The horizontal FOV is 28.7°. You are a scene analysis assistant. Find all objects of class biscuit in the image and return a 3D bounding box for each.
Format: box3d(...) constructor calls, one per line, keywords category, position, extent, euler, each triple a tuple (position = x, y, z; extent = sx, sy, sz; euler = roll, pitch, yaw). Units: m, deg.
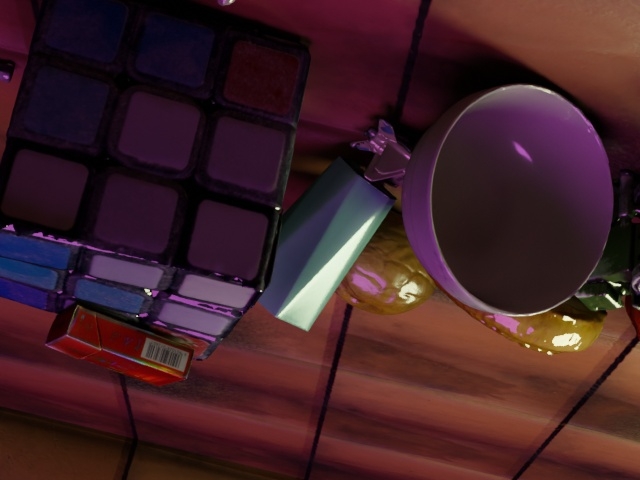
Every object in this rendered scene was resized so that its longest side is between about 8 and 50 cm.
box3d(category="biscuit", position=(0.268, 0.059, 1.790), extent=(0.296, 0.296, 0.102), euler=(23, 110, -19))

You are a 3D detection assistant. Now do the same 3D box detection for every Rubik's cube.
box3d(category="Rubik's cube", position=(-0.238, -0.082, 1.648), extent=(0.362, 0.363, 0.359), euler=(13, 157, -8))

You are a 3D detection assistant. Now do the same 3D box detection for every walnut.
box3d(category="walnut", position=(0.087, 0.031, 1.947), extent=(0.207, 0.167, 0.167), euler=(27, 152, -22))

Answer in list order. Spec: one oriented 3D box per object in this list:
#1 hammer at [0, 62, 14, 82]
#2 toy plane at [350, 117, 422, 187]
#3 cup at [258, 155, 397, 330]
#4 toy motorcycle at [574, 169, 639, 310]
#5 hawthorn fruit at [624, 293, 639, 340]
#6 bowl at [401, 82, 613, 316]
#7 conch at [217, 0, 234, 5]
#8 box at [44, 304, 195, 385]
box3d(category="hammer", position=(-0.473, -0.299, 1.704), extent=(0.103, 0.029, 0.246), euler=(15, 154, -4))
box3d(category="toy plane", position=(0.170, -0.086, 1.740), extent=(0.262, 0.088, 0.192), euler=(25, 157, -17))
box3d(category="cup", position=(0.000, 0.000, 1.814), extent=(0.148, 0.235, 0.134), euler=(43, -169, 9))
box3d(category="toy motorcycle", position=(0.417, 0.017, 1.697), extent=(0.127, 0.205, 0.275), euler=(30, 146, -33))
box3d(category="hawthorn fruit", position=(0.554, 0.122, 1.784), extent=(0.243, 0.207, 0.207), euler=(56, 145, -5))
box3d(category="bowl", position=(0.218, -0.051, 1.588), extent=(0.287, 0.287, 0.144), euler=(27, 169, -26))
box3d(category="conch", position=(-0.101, -0.361, 1.230), extent=(0.183, 0.148, 0.275), euler=(13, 153, 13))
box3d(category="box", position=(-0.271, 0.145, 1.687), extent=(0.175, 0.048, 0.112), euler=(23, 160, -20))
